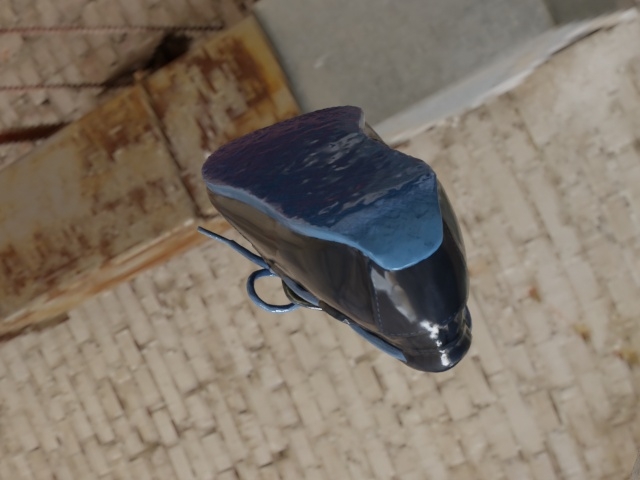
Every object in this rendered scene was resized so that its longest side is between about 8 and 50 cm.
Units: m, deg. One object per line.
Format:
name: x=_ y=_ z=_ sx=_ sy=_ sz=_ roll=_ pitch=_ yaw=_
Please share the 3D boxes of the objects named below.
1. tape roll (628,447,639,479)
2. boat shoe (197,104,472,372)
tape roll: x=0.262 y=0.126 z=0.540 sx=0.169 sy=0.246 sz=0.246 roll=42 pitch=-141 yaw=-25
boat shoe: x=0.000 y=0.000 z=0.673 sx=0.258 sy=0.109 sz=0.089 roll=-117 pitch=5 yaw=-71
